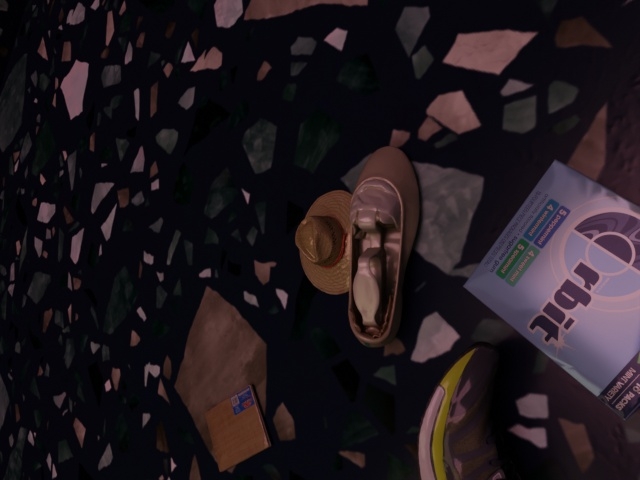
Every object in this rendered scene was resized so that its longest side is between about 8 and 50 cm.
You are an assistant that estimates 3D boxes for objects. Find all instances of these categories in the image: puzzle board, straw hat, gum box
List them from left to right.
[{"bbox_3d":[-0.131,0.294,0.798,0.128,0.011,0.096,-39,61,31],"label":"puzzle board"},{"bbox_3d":[0.000,0.000,0.681,0.145,0.061,0.144,-6,81,40],"label":"straw hat"},{"bbox_3d":[0.251,0.039,0.470,0.184,0.041,0.157,44,113,34],"label":"gum box"}]

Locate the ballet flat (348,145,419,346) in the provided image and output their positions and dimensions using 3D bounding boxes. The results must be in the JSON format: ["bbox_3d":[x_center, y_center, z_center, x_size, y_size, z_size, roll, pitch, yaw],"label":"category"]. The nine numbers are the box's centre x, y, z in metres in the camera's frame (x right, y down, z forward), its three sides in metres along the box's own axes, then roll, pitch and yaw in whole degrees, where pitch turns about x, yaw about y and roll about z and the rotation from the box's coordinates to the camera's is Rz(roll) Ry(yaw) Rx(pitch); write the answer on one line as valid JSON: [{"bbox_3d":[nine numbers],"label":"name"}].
[{"bbox_3d":[0.068,0.004,0.606,0.086,0.086,0.248,0,86,41],"label":"ballet flat"}]

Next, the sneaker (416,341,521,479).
[{"bbox_3d":[0.166,0.249,0.496,0.121,0.111,0.299,2,93,31],"label":"sneaker"}]
